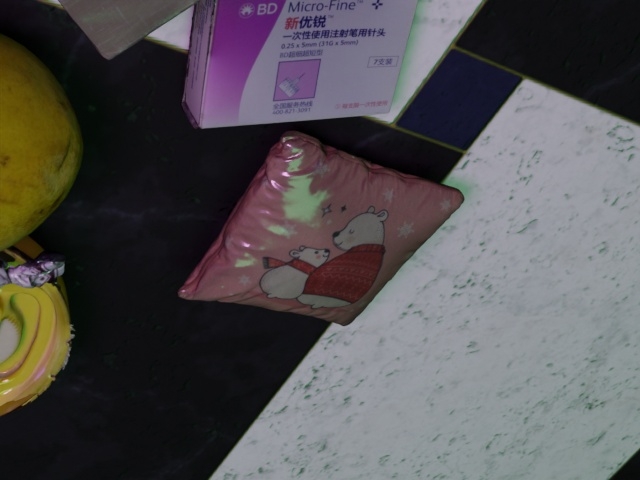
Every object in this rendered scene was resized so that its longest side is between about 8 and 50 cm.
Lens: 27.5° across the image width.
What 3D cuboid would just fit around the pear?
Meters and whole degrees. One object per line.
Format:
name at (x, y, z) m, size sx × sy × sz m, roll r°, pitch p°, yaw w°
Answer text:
pear at (-0.292, -0.080, 1.059) m, size 0.200 × 0.200 × 0.200 m, roll -13°, pitch 136°, yaw -13°

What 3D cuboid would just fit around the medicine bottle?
medicine bottle at (-0.019, -0.187, 1.178) m, size 0.201 × 0.052 × 0.171 m, roll -6°, pitch 133°, yaw -23°

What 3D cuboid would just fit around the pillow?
pillow at (0.000, 0.000, 1.344) m, size 0.236 × 0.084 × 0.223 m, roll 15°, pitch 126°, yaw -32°

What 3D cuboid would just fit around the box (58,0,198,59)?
box at (-0.169, -0.282, 0.938) m, size 0.155 × 0.149 × 0.231 m, roll -32°, pitch 137°, yaw 7°

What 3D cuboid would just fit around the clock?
clock at (-0.384, 0.072, 1.242) m, size 0.293 × 0.071 × 0.277 m, roll 15°, pitch 126°, yaw -26°

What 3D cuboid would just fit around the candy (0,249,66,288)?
candy at (-0.326, 0.030, 1.115) m, size 0.226 × 0.094 × 0.051 m, roll -3°, pitch 92°, yaw -26°
